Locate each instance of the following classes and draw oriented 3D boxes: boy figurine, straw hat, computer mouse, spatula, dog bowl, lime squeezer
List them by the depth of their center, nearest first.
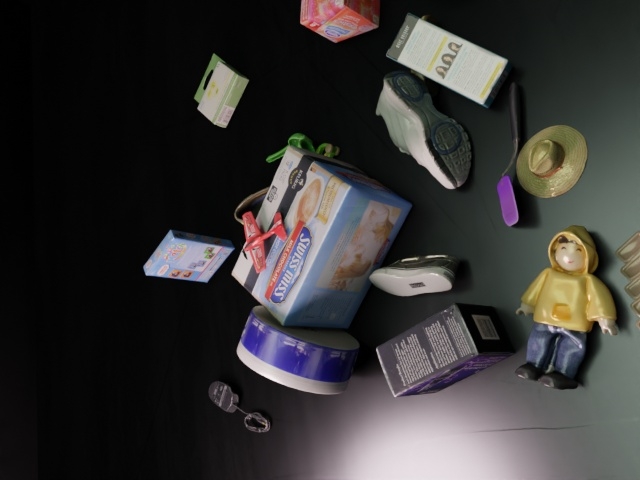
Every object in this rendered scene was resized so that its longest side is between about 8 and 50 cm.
[{"bbox_3d":[0.437,0.115,1.066,0.177,0.092,0.285,18,98,46],"label":"boy figurine"},{"bbox_3d":[0.424,-0.157,1.145,0.144,0.061,0.145,-9,77,41],"label":"straw hat"},{"bbox_3d":[0.379,-0.176,1.202,0.030,0.084,0.297,8,79,1],"label":"spatula"},{"bbox_3d":[-0.049,0.242,1.373,0.264,0.264,0.104,24,97,43],"label":"dog bowl"},{"bbox_3d":[-0.063,-0.228,1.582,0.110,0.059,0.310,-42,30,-5],"label":"lime squeezer"},{"bbox_3d":[-0.218,0.453,1.656,0.242,0.041,0.071,25,98,36],"label":"computer mouse"}]

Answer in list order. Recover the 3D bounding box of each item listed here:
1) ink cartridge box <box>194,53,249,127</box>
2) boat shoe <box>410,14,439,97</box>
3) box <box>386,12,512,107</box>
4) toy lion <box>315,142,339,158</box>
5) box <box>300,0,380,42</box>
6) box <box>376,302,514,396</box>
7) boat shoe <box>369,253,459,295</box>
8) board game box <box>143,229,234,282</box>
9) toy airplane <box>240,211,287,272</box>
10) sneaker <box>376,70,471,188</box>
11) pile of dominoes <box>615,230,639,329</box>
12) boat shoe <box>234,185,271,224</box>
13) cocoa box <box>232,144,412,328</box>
[{"bbox_3d":[-0.337,-0.486,1.921,0.235,0.056,0.171,43,112,37],"label":"ink cartridge box"},{"bbox_3d":[0.226,-0.414,1.378,0.072,0.068,0.190,-3,80,54],"label":"boat shoe"},{"bbox_3d":[0.269,-0.380,1.278,0.244,0.060,0.101,34,106,21],"label":"box"},{"bbox_3d":[-0.001,-0.205,1.574,0.096,0.034,0.100,25,99,50],"label":"toy lion"},{"bbox_3d":[0.054,-0.682,1.530,0.154,0.142,0.300,-4,80,43],"label":"box"},{"bbox_3d":[0.242,0.216,1.186,0.207,0.153,0.108,-38,59,33],"label":"box"},{"bbox_3d":[0.204,0.071,1.310,0.219,0.078,0.070,-6,44,46],"label":"boat shoe"},{"bbox_3d":[-0.378,0.049,1.751,0.160,0.211,0.039,-48,54,26],"label":"board game box"},{"bbox_3d":[-0.126,-0.010,1.333,0.151,0.028,0.151,-8,78,43],"label":"toy airplane"},{"bbox_3d":[0.224,-0.232,1.331,0.297,0.111,0.129,62,153,20],"label":"sneaker"},{"bbox_3d":[0.601,0.078,0.972,0.196,0.040,0.251,-27,57,38],"label":"pile of dominoes"},{"bbox_3d":[-0.109,-0.097,1.597,0.305,0.091,0.109,-19,72,44],"label":"boat shoe"},{"bbox_3d":[0.000,0.000,1.394,0.228,0.231,0.347,38,108,41],"label":"cocoa box"}]
